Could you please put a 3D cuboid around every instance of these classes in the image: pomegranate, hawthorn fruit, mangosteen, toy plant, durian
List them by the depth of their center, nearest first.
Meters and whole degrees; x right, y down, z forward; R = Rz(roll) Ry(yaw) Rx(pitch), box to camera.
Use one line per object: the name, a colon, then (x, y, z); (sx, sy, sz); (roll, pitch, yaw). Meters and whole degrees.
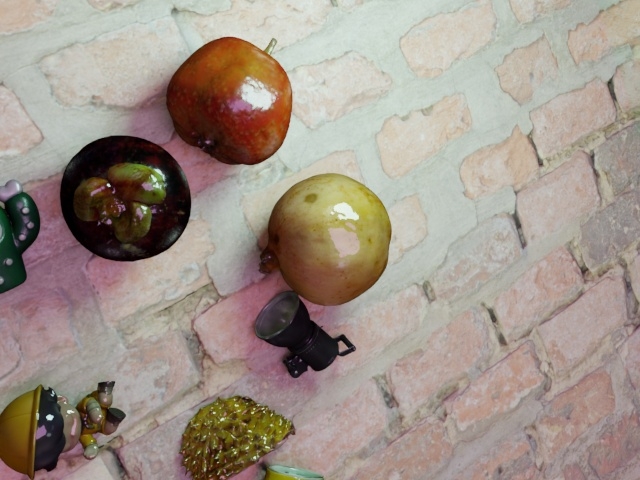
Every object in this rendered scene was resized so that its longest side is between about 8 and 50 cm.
toy plant: (-0.699, -0.006, 1.350); (0.232, 0.112, 0.243); (0, 98, -32)
mangosteen: (-0.412, -0.088, 1.398); (0.288, 0.288, 0.288); (-1, 92, -27)
hawthorn fruit: (-0.184, -0.340, 1.519); (0.287, 0.287, 0.330); (37, 70, -23)
pomegranate: (0.000, 0.000, 1.589); (0.338, 0.338, 0.338); (-1, 92, -27)
durian: (-0.226, 0.484, 1.621); (0.305, 0.185, 0.195); (-31, 82, -14)

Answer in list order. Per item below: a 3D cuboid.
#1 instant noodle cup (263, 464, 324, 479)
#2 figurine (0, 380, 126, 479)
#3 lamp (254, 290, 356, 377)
instant noodle cup: (-0.083, 0.697, 1.649); (0.215, 0.215, 0.236); (15, 77, -26)
figurine: (-0.561, 0.397, 1.411); (0.257, 0.167, 0.192); (-1, 88, -50)
lamp: (-0.045, 0.258, 1.688); (0.172, 0.147, 0.227); (-46, 118, -4)
